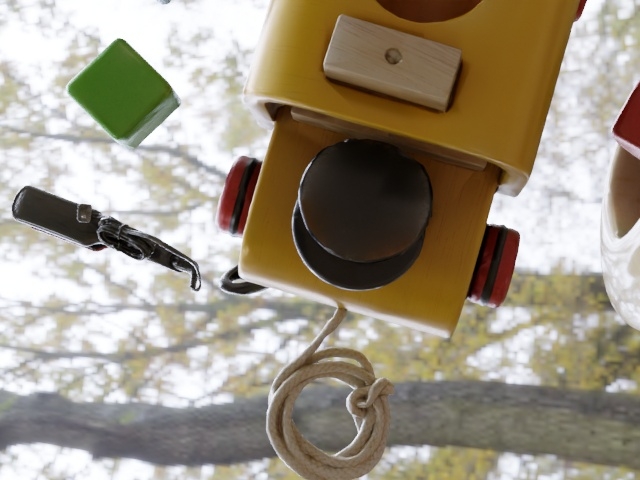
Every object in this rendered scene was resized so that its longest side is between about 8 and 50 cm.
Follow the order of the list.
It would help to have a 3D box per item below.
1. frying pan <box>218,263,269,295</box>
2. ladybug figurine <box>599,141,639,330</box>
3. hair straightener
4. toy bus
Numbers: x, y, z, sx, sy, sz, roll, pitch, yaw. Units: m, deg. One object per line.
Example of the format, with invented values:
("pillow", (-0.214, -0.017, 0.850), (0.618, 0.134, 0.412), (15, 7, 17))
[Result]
("frying pan", (-0.018, -0.013, 1.264), (0.326, 0.197, 0.053), (6, -68, -49))
("ladybug figurine", (0.335, -0.065, 1.105), (0.449, 0.162, 0.305), (-66, -1, -67))
("hair straightener", (-0.217, -0.002, 1.437), (0.047, 0.230, 0.089), (-63, -23, -5))
("toy bus", (0.025, -0.050, 0.438), (0.191, 0.104, 0.202), (-30, -96, 1))
